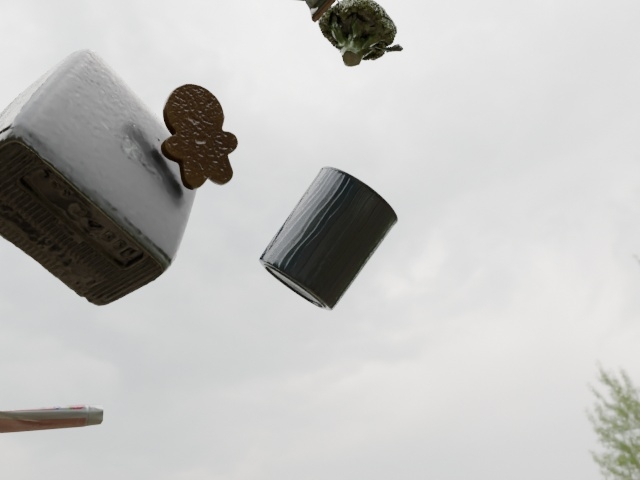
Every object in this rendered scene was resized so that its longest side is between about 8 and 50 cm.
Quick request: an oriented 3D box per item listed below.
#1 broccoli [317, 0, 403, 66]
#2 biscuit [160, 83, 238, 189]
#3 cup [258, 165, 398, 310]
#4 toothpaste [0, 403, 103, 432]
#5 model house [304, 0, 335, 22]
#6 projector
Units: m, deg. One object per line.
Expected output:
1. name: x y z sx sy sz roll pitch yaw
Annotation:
1. broccoli: 0.064 -0.352 0.987 0.130 0.120 0.131 4 -29 27
2. biscuit: -0.271 -0.232 1.293 0.180 0.236 0.039 -10 -1 -32
3. cup: 0.009 0.005 0.712 0.114 0.138 0.150 33 -11 12
4. toothpaste: -0.519 0.339 1.106 0.195 0.042 0.067 6 -55 -34
5. model house: 0.045 -0.328 0.463 0.207 0.178 0.271 1 -34 -9
6. projector: -0.477 -0.130 1.203 0.242 0.405 0.395 -26 -55 20
